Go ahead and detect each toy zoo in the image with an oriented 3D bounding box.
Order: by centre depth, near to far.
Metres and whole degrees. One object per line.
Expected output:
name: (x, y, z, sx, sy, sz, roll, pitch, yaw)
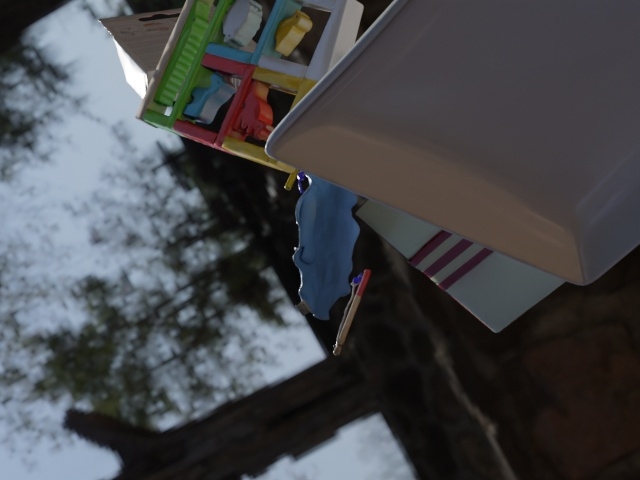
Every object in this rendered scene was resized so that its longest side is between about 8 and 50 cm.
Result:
toy zoo: (-0.067, -0.184, 1.540, 0.293, 0.192, 0.030, 21, 177, 44)

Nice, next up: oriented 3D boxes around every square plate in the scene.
square plate: (0.188, -0.128, 1.076, 0.344, 0.347, 0.049, 21, -140, -30)

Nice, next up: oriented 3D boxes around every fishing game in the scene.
fishing game: (0.000, 0.000, 1.629, 0.264, 0.041, 0.189, 72, -150, -43)

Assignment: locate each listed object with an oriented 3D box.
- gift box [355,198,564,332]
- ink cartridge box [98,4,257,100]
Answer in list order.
gift box: (0.224, -0.101, 1.598, 0.255, 0.258, 0.276, 36, -126, -6)
ink cartridge box: (-0.191, -0.260, 1.983, 0.224, 0.181, 0.056, -135, 40, -54)
